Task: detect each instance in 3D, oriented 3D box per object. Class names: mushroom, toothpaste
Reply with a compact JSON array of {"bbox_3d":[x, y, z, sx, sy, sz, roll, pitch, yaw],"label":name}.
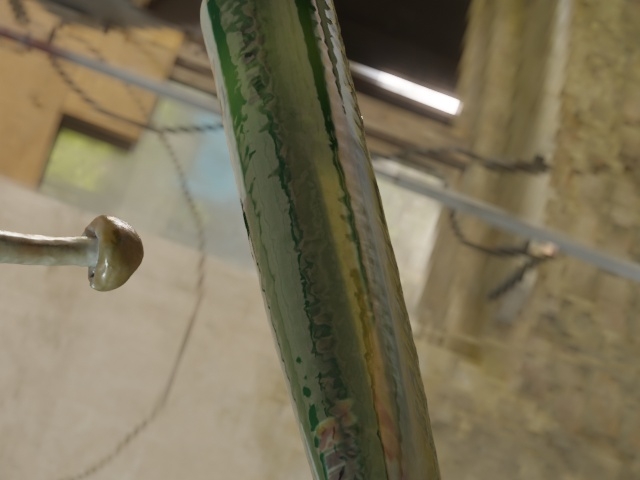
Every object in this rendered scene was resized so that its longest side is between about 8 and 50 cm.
[{"bbox_3d":[-0.204,0.031,0.872,0.306,0.068,0.043,-22,-27,-49],"label":"mushroom"},{"bbox_3d":[0.000,0.000,0.364,0.049,0.031,0.204,57,-165,-49],"label":"toothpaste"}]
